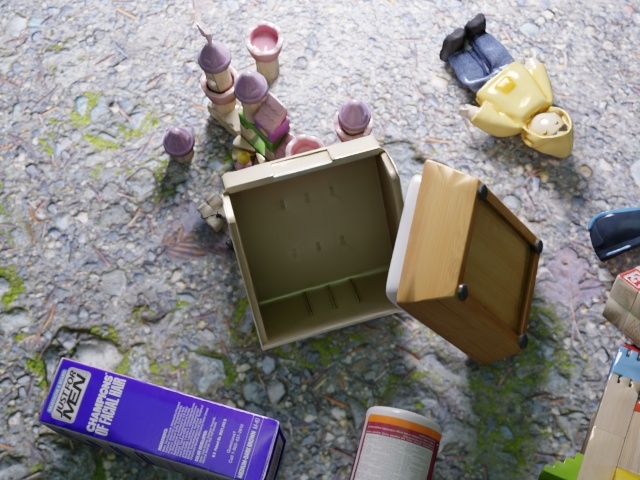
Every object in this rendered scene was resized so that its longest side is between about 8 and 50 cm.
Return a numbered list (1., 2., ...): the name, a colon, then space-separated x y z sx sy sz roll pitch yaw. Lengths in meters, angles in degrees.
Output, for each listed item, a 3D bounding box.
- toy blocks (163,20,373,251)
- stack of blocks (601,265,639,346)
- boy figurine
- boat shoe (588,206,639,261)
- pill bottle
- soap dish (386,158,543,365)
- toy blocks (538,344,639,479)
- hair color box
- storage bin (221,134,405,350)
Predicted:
1. toy blocks: -0.105 -0.187 1.699 0.309 0.260 0.288 -43 76 -12
2. stack of blocks: 0.600 0.145 1.591 0.171 0.087 0.297 -18 45 -32
3. boy figurine: 0.320 -0.247 1.798 0.177 0.092 0.285 -32 70 -12
4. boat shoe: 0.573 -0.014 1.720 0.258 0.109 0.089 -10 78 15
5. pill bottle: 0.101 0.370 1.578 0.121 0.121 0.221 14 73 6
6. soap dish: 0.229 0.041 1.600 0.118 0.291 0.229 0 67 36
7. toy blocks: 0.547 0.318 1.572 0.381 0.190 0.261 21 61 13
8. hair color box: -0.229 0.285 1.583 0.339 0.185 0.110 14 72 6
9. storage bin: 0.000 0.000 1.629 0.262 0.260 0.123 -15 31 -4
